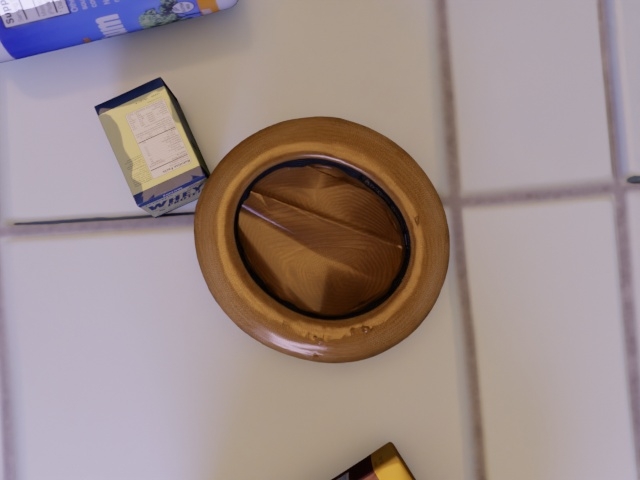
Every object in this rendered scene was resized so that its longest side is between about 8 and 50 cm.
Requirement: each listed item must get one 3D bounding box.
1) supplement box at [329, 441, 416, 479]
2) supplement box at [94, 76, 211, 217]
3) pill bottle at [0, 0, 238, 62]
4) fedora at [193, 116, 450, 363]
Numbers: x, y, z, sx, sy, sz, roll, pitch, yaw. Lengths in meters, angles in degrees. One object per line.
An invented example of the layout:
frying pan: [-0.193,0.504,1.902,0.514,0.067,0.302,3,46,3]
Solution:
supplement box: [0.022,0.282,0.919,0.194,0.129,0.191,-32,85,-1]
supplement box: [-0.125,-0.070,0.976,0.056,0.083,0.083,-24,84,0]
pill bottle: [-0.209,-0.220,0.959,0.272,0.152,0.152,-13,85,1]
fedora: [0.000,0.000,0.969,0.194,0.079,0.194,0,88,-5]
